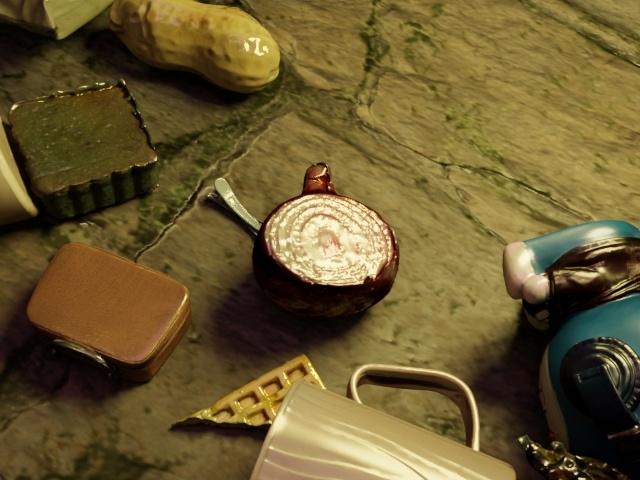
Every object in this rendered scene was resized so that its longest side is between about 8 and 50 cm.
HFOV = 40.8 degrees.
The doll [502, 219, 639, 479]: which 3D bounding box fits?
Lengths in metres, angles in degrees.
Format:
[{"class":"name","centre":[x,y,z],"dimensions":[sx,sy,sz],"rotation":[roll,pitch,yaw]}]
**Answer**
[{"class":"doll","centre":[0.359,0.139,1.020],"dimensions":[0.240,0.284,0.310],"rotation":[-29,59,30]}]

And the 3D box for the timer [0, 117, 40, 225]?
[{"class":"timer","centre":[-0.539,-0.061,1.158],"dimensions":[0.266,0.175,0.175],"rotation":[-24,62,-7]}]

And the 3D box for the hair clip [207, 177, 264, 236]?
[{"class":"hair clip","centre":[-0.115,-0.045,1.229],"dimensions":[0.115,0.039,0.030],"rotation":[40,70,17]}]

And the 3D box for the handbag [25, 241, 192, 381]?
[{"class":"handbag","centre":[-0.277,0.096,1.115],"dimensions":[0.193,0.072,0.151],"rotation":[24,61,10]}]

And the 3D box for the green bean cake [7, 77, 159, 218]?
[{"class":"green bean cake","centre":[-0.337,-0.130,1.235],"dimensions":[0.181,0.094,0.173],"rotation":[-21,63,-18]}]

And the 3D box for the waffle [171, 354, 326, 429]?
[{"class":"waffle","centre":[-0.073,0.232,1.068],"dimensions":[0.191,0.032,0.125],"rotation":[-28,67,-15]}]

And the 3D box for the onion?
[{"class":"onion","centre":[0.000,0.000,1.147],"dimensions":[0.195,0.140,0.218],"rotation":[-6,59,-10]}]

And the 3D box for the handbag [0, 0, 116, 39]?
[{"class":"handbag","centre":[-0.409,-0.444,1.396],"dimensions":[0.253,0.109,0.316],"rotation":[19,54,29]}]

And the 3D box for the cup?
[{"class":"cup","centre":[0.061,0.282,0.958],"dimensions":[0.273,0.208,0.288],"rotation":[19,24,9]}]

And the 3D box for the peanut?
[{"class":"peanut","centre":[-0.196,-0.316,1.340],"dimensions":[0.290,0.130,0.130],"rotation":[19,60,8]}]

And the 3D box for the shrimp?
[{"class":"shrimp","centre":[0.296,0.327,0.942],"dimensions":[0.289,0.178,0.075],"rotation":[31,13,-23]}]
